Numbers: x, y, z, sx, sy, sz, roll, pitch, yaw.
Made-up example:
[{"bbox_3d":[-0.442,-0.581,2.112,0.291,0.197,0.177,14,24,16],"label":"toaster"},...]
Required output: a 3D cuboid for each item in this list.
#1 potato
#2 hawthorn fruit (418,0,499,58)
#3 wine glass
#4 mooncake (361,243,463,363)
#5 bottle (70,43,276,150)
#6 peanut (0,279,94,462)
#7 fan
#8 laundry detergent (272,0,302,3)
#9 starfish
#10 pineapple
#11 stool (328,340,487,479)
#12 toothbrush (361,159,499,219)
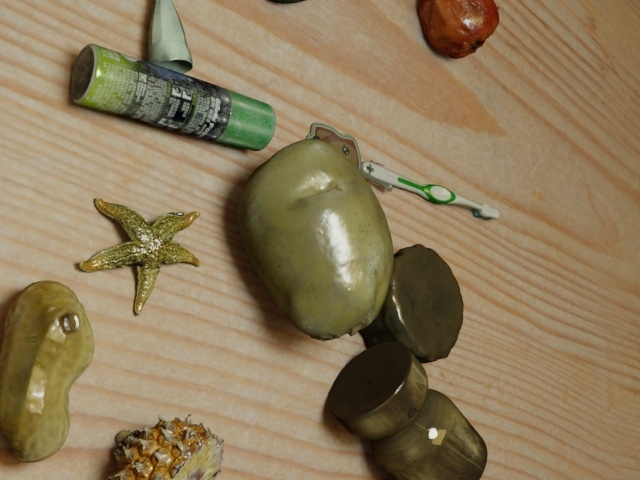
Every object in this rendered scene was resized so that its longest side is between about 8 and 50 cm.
[{"bbox_3d":[0.000,0.000,1.289,0.243,0.221,0.326,-29,90,-52],"label":"potato"},{"bbox_3d":[0.305,-0.499,1.720,0.179,0.173,0.174,26,61,-6],"label":"hawthorn fruit"},{"bbox_3d":[-0.249,-0.351,1.245,0.073,0.073,0.155,2,77,-41],"label":"wine glass"},{"bbox_3d":[0.172,0.127,1.484,0.228,0.124,0.228,16,65,-39],"label":"mooncake"},{"bbox_3d":[-0.224,-0.219,1.223,0.330,0.093,0.093,12,73,-40],"label":"bottle"},{"bbox_3d":[-0.363,0.170,1.006,0.120,0.110,0.237,16,72,-53],"label":"peanut"},{"bbox_3d":[0.058,-0.143,1.496,0.220,0.009,0.132,24,67,-28],"label":"fan"},{"bbox_3d":[-0.032,-0.539,1.474,0.221,0.078,0.144,-32,104,-43],"label":"laundry detergent"},{"bbox_3d":[-0.268,0.026,1.170,0.208,0.053,0.176,3,89,-35],"label":"starfish"},{"bbox_3d":[-0.239,0.316,1.090,0.176,0.136,0.161,-42,153,-37],"label":"pineapple"},{"bbox_3d":[0.161,0.336,1.389,0.264,0.179,0.179,51,52,-22],"label":"stool"},{"bbox_3d":[0.246,-0.103,1.649,0.417,0.040,0.042,16,73,-38],"label":"toothbrush"}]
